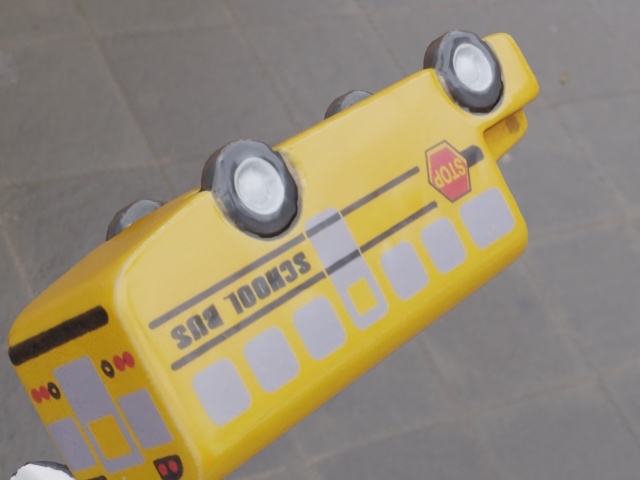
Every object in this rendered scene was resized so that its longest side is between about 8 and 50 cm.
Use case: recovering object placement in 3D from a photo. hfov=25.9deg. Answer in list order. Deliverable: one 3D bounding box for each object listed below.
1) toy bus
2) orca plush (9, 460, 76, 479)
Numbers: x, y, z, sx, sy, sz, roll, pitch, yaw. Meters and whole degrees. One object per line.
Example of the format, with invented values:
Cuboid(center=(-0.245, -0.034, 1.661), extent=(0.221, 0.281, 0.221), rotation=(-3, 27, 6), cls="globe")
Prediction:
Cuboid(center=(0.000, 0.000, 0.729), extent=(0.333, 0.108, 0.130), rotation=(-32, 94, -42), cls="toy bus")
Cuboid(center=(-0.118, 0.274, 0.967), extent=(0.287, 0.151, 0.102), rotation=(40, 17, 33), cls="orca plush")
